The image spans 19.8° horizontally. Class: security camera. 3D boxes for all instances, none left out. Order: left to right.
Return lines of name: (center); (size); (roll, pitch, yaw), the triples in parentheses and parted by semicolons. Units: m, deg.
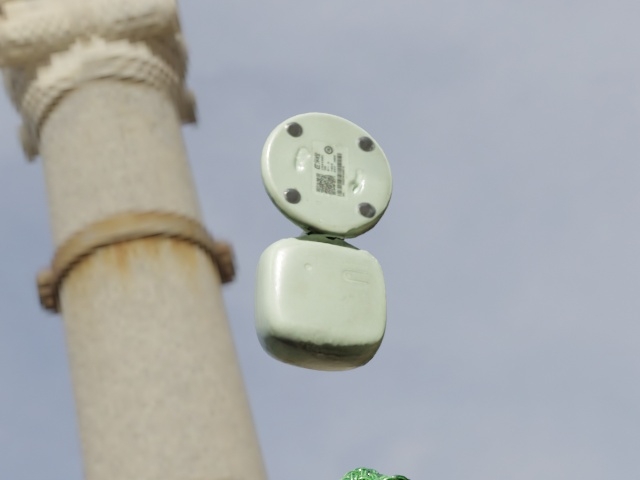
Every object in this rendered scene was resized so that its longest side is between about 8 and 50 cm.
security camera: (0.000, 0.000, 2.039); (0.157, 0.301, 0.080); (9, -27, -17)

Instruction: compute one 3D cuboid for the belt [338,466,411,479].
belt: (0.054, 0.309, 1.928); (0.079, 0.121, 0.151); (6, -36, 41)
